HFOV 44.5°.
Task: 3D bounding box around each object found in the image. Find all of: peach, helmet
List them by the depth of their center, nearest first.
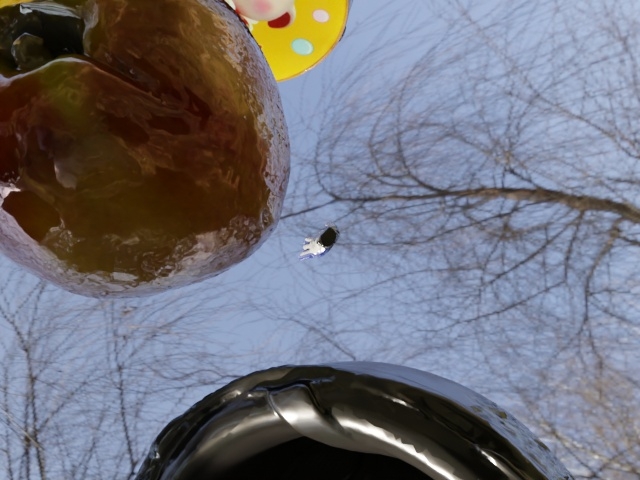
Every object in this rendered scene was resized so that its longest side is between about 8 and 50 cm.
[{"bbox_3d":[0.045,0.177,0.370,0.279,0.230,0.160,46,-161,13],"label":"helmet"},{"bbox_3d":[-0.138,-0.072,0.575,0.281,0.281,0.238,39,-104,-25],"label":"peach"}]

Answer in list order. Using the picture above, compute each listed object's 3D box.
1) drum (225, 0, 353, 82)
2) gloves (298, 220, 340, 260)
[{"bbox_3d":[-0.140,-0.435,1.111,0.431,0.431,0.214,29,-123,-29],"label":"drum"},{"bbox_3d":[0.000,0.000,1.097,0.026,0.086,0.064,44,-117,-12],"label":"gloves"}]
